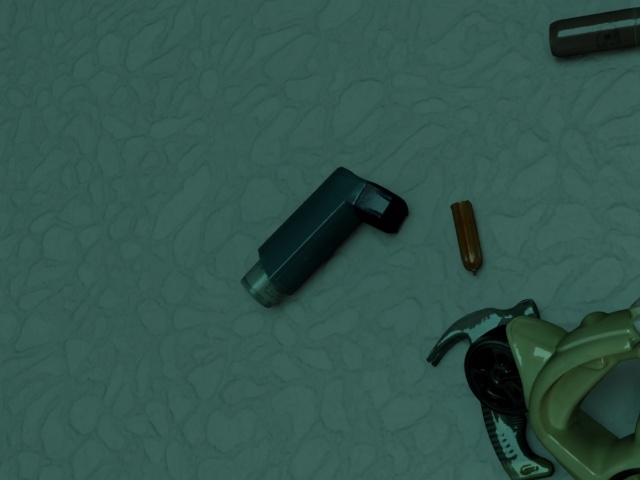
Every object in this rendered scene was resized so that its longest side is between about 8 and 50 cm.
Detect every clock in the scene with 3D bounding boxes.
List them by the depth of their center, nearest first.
[{"bbox_3d":[0.353,0.204,0.960,0.379,0.120,0.276,49,131,13],"label":"clock"}]

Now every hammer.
[{"bbox_3d":[0.233,0.199,1.131,0.158,0.041,0.226,-21,65,17],"label":"hammer"}]

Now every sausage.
[{"bbox_3d":[0.206,-0.002,1.218,0.031,0.031,0.107,-17,67,18],"label":"sausage"}]

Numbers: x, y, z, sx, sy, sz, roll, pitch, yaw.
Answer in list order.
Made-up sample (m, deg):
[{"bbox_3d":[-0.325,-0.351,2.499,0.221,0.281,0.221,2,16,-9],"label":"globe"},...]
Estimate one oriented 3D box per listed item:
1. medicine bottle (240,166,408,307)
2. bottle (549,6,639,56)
[{"bbox_3d":[0.000,0.000,1.283,0.258,0.079,0.124,-43,61,6],"label":"medicine bottle"},{"bbox_3d":[0.393,-0.291,1.220,0.140,0.053,0.053,-5,71,23],"label":"bottle"}]
